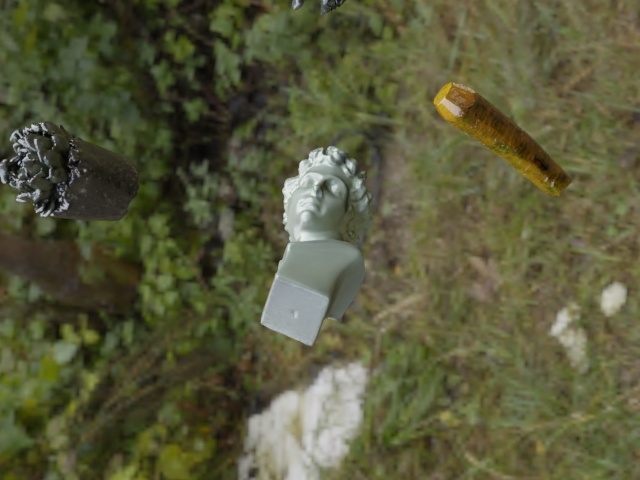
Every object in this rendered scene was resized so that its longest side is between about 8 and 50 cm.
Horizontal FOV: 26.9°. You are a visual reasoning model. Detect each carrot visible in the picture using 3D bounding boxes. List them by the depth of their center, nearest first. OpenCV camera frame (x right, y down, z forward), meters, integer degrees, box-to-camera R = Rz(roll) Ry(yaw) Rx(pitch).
[{"bbox_3d":[0.183,-0.098,1.325,0.042,0.170,0.042,-43,24,24],"label":"carrot"}]

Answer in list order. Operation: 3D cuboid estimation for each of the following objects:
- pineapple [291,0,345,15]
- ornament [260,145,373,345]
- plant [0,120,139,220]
[{"bbox_3d":[-0.039,-0.238,0.900,0.108,0.198,0.108,-32,23,16],"label":"pineapple"},{"bbox_3d":[0.000,0.014,1.647,0.130,0.120,0.285,116,169,-45],"label":"ornament"},{"bbox_3d":[-0.269,-0.068,1.419,0.094,0.143,0.092,-55,32,28],"label":"plant"}]
